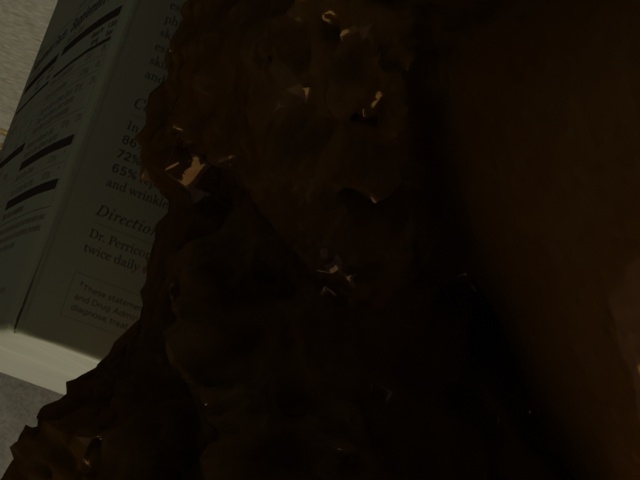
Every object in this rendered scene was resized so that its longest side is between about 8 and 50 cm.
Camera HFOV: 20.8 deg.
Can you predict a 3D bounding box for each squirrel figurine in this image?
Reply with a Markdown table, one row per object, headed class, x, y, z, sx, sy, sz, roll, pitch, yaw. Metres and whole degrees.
| class | x | y | z | sx | sy | sz | roll | pitch | yaw |
| --- | --- | --- | --- | --- | --- | --- | --- | --- | --- |
| squirrel figurine | 0.117 | 0.079 | 0.482 | 0.397 | 0.370 | 0.281 | 3 | -166 | 16 |

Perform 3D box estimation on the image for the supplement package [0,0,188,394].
| class | x | y | z | sx | sy | sz | roll | pitch | yaw |
| --- | --- | --- | --- | --- | --- | --- | --- | --- | --- |
| supplement package | -0.003 | -0.051 | 0.680 | 0.199 | 0.262 | 0.198 | 22 | 168 | -17 |
